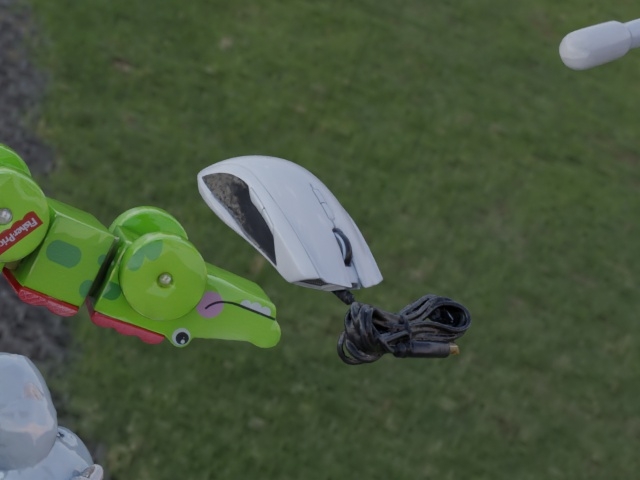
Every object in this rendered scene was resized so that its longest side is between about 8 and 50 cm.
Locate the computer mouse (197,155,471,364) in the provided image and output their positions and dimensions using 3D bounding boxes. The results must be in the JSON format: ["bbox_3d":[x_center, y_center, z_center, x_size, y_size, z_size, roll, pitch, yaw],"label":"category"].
[{"bbox_3d":[0.000,0.000,0.948,0.106,0.042,0.193,0,35,-47],"label":"computer mouse"}]

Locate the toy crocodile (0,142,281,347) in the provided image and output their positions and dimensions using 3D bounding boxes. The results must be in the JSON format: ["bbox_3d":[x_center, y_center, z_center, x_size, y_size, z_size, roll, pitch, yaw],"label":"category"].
[{"bbox_3d":[-0.186,0.012,1.246,0.340,0.105,0.115,22,7,-23],"label":"toy crocodile"}]

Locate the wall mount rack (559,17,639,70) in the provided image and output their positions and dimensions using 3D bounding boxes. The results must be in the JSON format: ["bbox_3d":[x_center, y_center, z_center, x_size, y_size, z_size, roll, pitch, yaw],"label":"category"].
[{"bbox_3d":[0.289,-0.056,0.763,0.350,0.130,0.304,12,-16,45],"label":"wall mount rack"}]

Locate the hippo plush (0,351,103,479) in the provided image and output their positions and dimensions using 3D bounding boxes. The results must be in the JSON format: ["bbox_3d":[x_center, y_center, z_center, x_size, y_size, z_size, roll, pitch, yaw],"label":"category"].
[{"bbox_3d":[-0.309,0.231,1.478,0.236,0.294,0.234,-26,14,-15],"label":"hippo plush"}]
